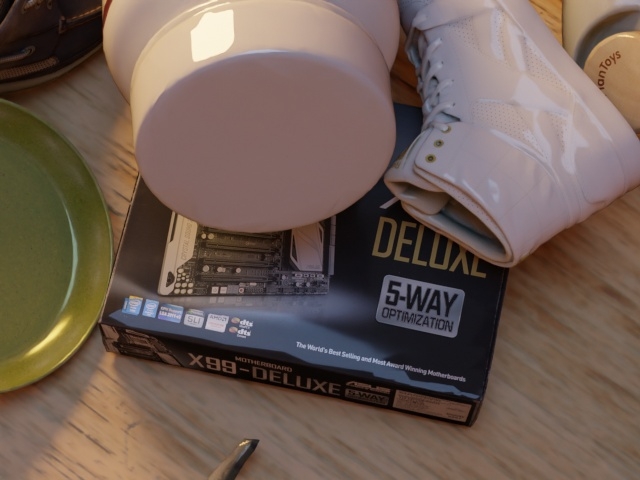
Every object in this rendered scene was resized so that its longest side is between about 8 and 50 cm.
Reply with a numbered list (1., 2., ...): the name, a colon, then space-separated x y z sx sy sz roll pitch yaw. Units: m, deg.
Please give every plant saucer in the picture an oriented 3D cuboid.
1. plant saucer: -0.280 0.004 1.481 0.241 0.037 0.241 6 78 -31

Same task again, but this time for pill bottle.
1. pill bottle: -0.058 -0.212 1.448 0.224 0.224 0.392 -5 50 -3

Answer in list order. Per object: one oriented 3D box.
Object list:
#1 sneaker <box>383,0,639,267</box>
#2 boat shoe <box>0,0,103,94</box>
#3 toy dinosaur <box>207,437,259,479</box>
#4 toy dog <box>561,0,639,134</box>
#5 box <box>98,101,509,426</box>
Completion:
1. sneaker: 0.100 -0.114 1.466 0.169 0.108 0.292 -34 72 -21
2. boat shoe: -0.268 -0.187 1.512 0.355 0.130 0.132 -33 88 -33
3. toy dinosaur: -0.119 0.273 1.414 0.118 0.064 0.268 11 67 -13
4. toy dog: 0.210 -0.211 1.566 0.161 0.220 0.333 -33 57 34
5. box: 0.000 0.000 1.515 0.307 0.076 0.242 12 68 4
